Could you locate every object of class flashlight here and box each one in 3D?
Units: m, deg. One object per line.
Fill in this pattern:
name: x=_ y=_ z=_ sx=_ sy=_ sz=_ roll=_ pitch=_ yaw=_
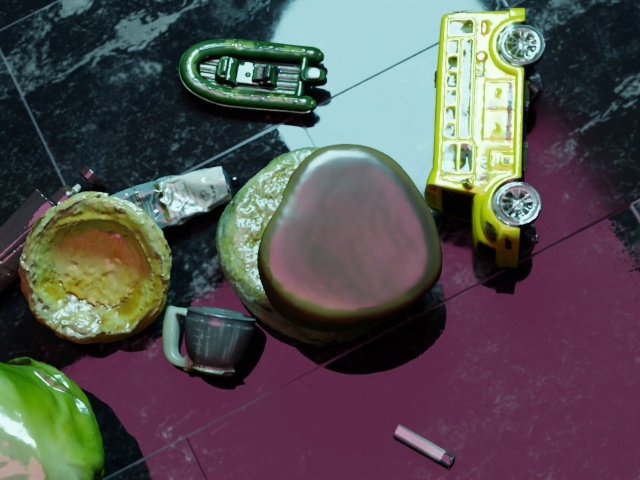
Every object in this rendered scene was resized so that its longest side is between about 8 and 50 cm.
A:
flashlight: x=0.133 y=0.264 z=1.795 sx=0.083 sy=0.018 sz=0.018 roll=28 pitch=78 yaw=14

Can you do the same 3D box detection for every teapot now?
teapot: x=-0.145 y=0.133 z=1.843 sx=0.092 sy=0.124 sz=0.090 roll=11 pitch=90 yaw=-33

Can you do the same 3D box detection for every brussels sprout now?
brussels sprout: x=-0.396 y=0.264 z=1.723 sx=0.294 sy=0.260 sz=0.227 roll=49 pitch=120 yaw=48

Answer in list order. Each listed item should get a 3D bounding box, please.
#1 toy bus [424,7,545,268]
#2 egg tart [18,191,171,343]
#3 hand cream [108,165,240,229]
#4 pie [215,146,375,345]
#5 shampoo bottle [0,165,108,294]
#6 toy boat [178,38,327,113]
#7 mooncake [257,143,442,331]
toy bus: x=0.216 y=-0.132 z=1.842 sx=0.152 sy=0.144 sz=0.330 roll=2 pitch=72 yaw=7
egg tart: x=-0.295 y=0.035 z=1.852 sx=0.213 sy=0.090 sz=0.212 roll=-1 pitch=107 yaw=-2
hand cream: x=-0.228 y=-0.043 z=1.908 sx=0.248 sy=0.052 sz=0.075 roll=-19 pitch=95 yaw=-1
pie: x=0.000 y=0.000 z=1.865 sx=0.277 sy=0.078 sz=0.277 roll=0 pitch=72 yaw=0
shampoo bottle: x=-0.393 y=-0.010 z=1.912 sx=0.236 sy=0.068 sz=0.067 roll=-45 pitch=65 yaw=-6
toy boat: x=-0.094 y=-0.231 z=1.952 sx=0.210 sy=0.052 sz=0.104 roll=8 pitch=77 yaw=7
mooncake: x=0.043 y=0.006 z=1.761 sx=0.235 sy=0.117 sz=0.234 roll=2 pitch=75 yaw=-6
